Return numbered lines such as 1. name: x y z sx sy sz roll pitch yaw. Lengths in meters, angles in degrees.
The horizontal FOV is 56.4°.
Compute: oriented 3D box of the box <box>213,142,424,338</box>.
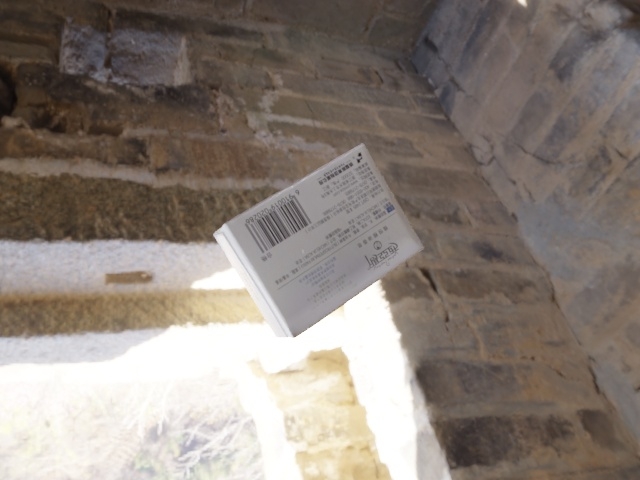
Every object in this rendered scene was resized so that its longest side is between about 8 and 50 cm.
1. box: -0.001 0.001 0.969 0.274 0.203 0.116 -33 -176 -21
